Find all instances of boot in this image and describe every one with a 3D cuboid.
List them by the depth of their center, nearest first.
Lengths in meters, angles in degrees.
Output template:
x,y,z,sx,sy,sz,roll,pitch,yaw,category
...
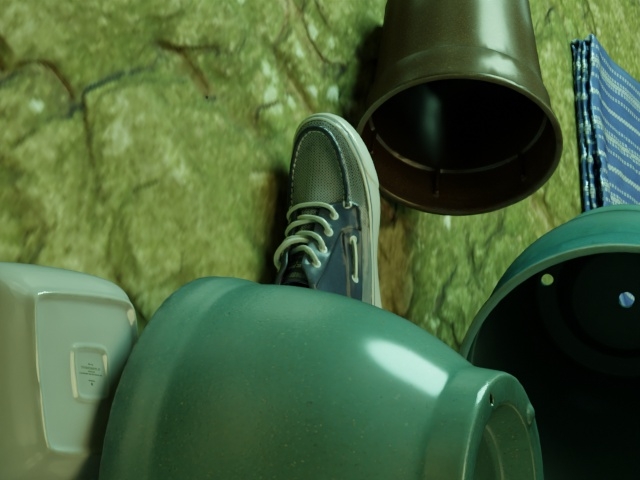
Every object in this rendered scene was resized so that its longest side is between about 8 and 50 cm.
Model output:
x,y,z,sx,sy,sz,roll,pitch,yaw,category
0.000,0.000,1.188,0.086,0.069,0.190,-5,85,-62,boot

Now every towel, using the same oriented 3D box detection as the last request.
x,y,z,sx,sy,sz,roll,pitch,yaw,category
0.352,-0.038,1.806,0.243,0.040,0.336,26,57,-53,towel

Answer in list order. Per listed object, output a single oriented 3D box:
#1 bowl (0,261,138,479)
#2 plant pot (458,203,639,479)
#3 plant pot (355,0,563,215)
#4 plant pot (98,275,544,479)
x,y,z,sx,sy,sz,roll,pitch,yaw,category
-0.150,0.080,0.935,0.142,0.053,0.142,13,69,-58,bowl
0.263,0.089,1.425,0.255,0.271,0.272,-62,132,-67,plant pot
0.114,-0.136,1.351,0.167,0.167,0.165,47,35,-40,plant pot
0.022,0.165,0.986,0.293,0.196,0.293,-2,90,-66,plant pot
